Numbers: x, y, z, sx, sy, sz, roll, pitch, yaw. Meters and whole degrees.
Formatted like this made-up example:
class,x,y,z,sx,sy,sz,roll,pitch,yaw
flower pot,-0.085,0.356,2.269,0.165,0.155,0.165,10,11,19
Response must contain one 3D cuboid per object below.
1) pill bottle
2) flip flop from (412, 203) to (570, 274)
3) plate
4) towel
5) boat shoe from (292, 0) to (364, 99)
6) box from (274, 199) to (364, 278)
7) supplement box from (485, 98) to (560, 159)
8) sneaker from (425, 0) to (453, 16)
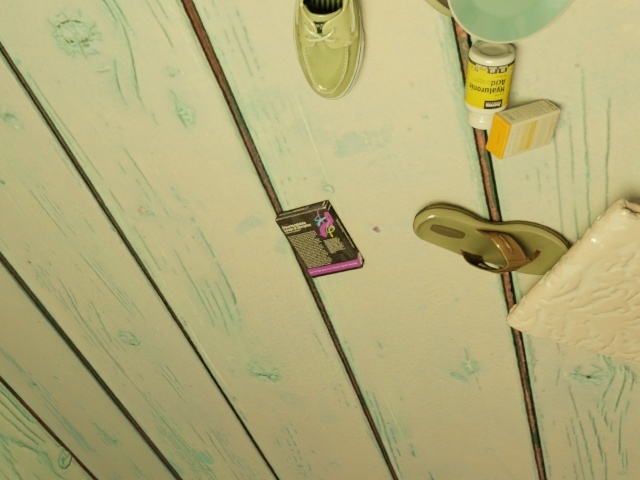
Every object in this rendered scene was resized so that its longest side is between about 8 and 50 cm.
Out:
class,x,y,z,sx,sy,sz,roll,pitch,yaw
pill bottle,0.242,-0.223,0.941,0.065,0.065,0.116,8,134,14
flip flop,0.294,0.013,1.126,0.277,0.080,0.112,16,135,-3
plate,0.245,-0.344,0.820,0.188,0.024,0.188,-6,129,-8
towel,0.535,0.086,1.100,0.317,0.053,0.332,16,137,-9
boat shoe,0.003,-0.325,0.912,0.109,0.094,0.302,8,134,13
box,0.000,0.000,1.264,0.116,0.029,0.162,-13,127,28
supplement box,0.298,-0.164,0.958,0.098,0.036,0.062,-18,137,-21
sneaker,0.149,-0.393,0.804,0.118,0.083,0.222,-22,120,34
